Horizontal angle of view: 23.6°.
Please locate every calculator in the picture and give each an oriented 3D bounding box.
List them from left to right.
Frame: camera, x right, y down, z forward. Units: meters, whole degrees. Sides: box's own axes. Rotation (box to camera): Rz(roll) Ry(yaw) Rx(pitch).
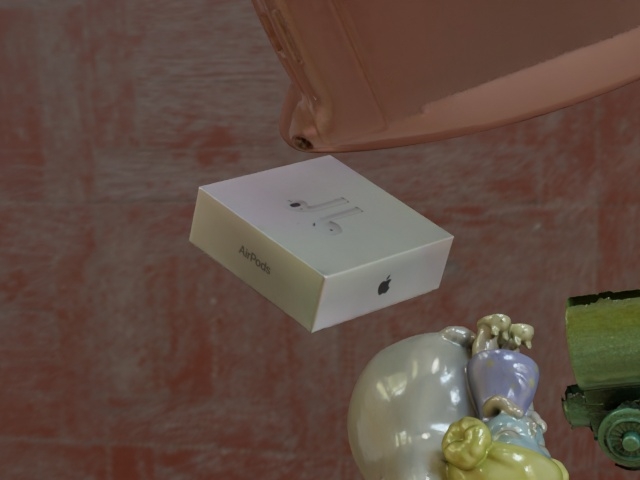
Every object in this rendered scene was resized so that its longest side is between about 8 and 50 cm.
[{"bbox_3d":[0.103,-0.158,0.807,0.330,0.048,0.220,-19,124,12],"label":"calculator"}]

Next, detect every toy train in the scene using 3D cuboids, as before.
[{"bbox_3d":[0.382,0.124,1.519,0.308,0.126,0.189,-8,120,21],"label":"toy train"}]

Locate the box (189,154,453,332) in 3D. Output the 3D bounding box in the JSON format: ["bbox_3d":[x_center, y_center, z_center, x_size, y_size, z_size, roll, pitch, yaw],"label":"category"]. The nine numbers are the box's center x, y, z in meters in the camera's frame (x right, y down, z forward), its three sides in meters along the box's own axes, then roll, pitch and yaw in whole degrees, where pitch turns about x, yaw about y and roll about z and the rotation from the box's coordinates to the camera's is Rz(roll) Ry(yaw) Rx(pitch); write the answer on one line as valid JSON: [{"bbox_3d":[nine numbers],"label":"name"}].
[{"bbox_3d":[0.000,0.000,1.077,0.130,0.129,0.051,34,124,34],"label":"box"}]

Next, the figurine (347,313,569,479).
[{"bbox_3d":[0.090,0.179,0.972,0.155,0.127,0.235,-29,47,31],"label":"figurine"}]
